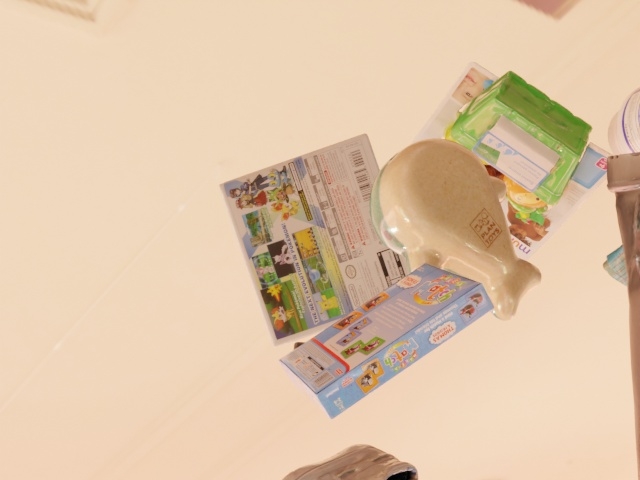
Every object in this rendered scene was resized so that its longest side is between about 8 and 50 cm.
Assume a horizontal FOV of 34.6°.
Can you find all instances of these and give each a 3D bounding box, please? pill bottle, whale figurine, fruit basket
[{"bbox_3d":[0.573,-0.193,1.649,0.152,0.272,0.152,1,-96,-9],"label":"pill bottle"},{"bbox_3d":[0.182,-0.009,1.428,0.272,0.141,0.216,47,-121,-8],"label":"whale figurine"},{"bbox_3d":[0.324,-0.121,1.919,0.327,0.353,0.165,35,-140,-1],"label":"fruit basket"}]

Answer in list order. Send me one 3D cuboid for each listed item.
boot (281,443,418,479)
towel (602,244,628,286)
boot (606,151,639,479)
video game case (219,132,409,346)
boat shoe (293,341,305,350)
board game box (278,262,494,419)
[{"bbox_3d":[0.037,0.391,1.586,0.258,0.123,0.095,-24,-69,-42],"label":"boot"},{"bbox_3d":[0.640,0.012,1.516,0.271,0.370,0.040,34,-136,-13],"label":"towel"},{"bbox_3d":[0.387,0.132,0.912,0.146,0.367,0.445,-3,-90,-7],"label":"boot"},{"bbox_3d":[0.000,0.000,1.944,0.036,0.300,0.329,5,-113,-86],"label":"video game case"},{"bbox_3d":[0.017,0.221,2.004,0.152,0.056,0.049,9,-121,-31],"label":"boat shoe"},{"bbox_3d":[0.068,0.104,1.137,0.039,0.211,0.160,59,170,-14],"label":"board game box"}]
